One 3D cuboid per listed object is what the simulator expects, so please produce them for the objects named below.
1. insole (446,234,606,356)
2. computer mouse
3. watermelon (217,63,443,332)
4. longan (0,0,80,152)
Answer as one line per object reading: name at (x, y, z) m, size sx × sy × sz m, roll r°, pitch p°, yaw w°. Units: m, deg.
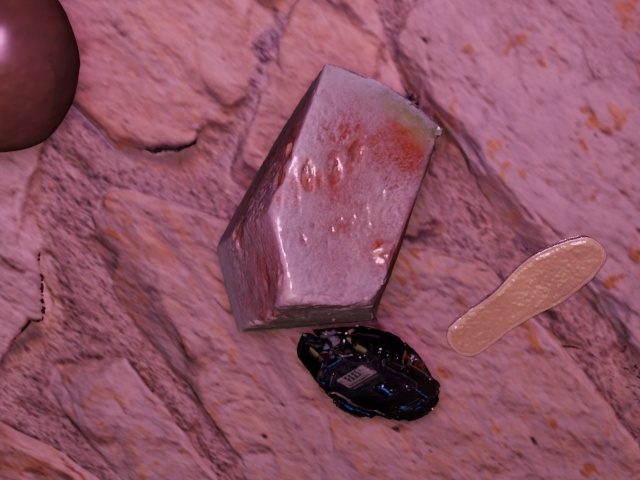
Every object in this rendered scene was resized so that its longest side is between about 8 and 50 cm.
insole at (0.275, 0.076, 1.422) m, size 0.248 × 0.011 × 0.081 m, roll -39°, pitch 106°, yaw 18°
computer mouse at (0.068, 0.172, 1.424) m, size 0.146 × 0.077 × 0.242 m, roll -34°, pitch 128°, yaw 30°
watermelon at (0.000, 0.000, 1.272) m, size 0.228 × 0.258 × 0.387 m, roll 24°, pitch 117°, yaw -4°
longan at (-0.400, -0.226, 1.232) m, size 0.246 × 0.215 × 0.246 m, roll 20°, pitch 119°, yaw 40°
